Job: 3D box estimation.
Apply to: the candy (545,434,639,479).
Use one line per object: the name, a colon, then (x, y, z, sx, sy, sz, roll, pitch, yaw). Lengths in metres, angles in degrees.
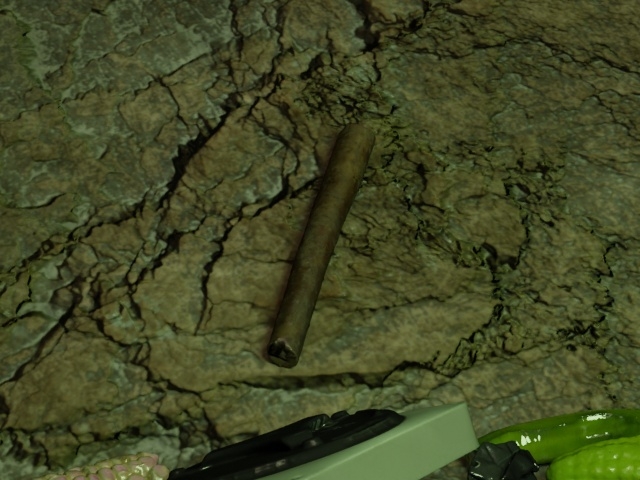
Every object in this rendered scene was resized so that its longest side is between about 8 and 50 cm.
candy: (0.316, 0.225, 1.833, 0.210, 0.096, 0.096, 2, 47, 7)

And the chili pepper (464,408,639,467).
chili pepper: (0.238, 0.193, 1.894, 0.202, 0.050, 0.052, -9, 62, -7)

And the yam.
yam: (0.000, 0.000, 2.088, 0.045, 0.045, 0.326, 37, 47, -20)

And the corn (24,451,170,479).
corn: (-0.294, 0.282, 1.787, 0.335, 0.126, 0.126, -22, 50, -20)

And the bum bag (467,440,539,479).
bum bag: (0.197, 0.264, 1.758, 0.049, 0.197, 0.087, -24, 9, 32)

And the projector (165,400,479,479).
projector: (-0.031, 0.207, 1.724, 0.257, 0.079, 0.259, -17, 0, 39)
